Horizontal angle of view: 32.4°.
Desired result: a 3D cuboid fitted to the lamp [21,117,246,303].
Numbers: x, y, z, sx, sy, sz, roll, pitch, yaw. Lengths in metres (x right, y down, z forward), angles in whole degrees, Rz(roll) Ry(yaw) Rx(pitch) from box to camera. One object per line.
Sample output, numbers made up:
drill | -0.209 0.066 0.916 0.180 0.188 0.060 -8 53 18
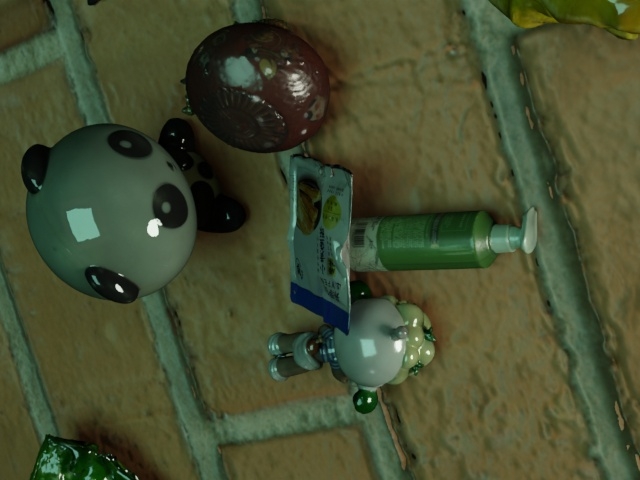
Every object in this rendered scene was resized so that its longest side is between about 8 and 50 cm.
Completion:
lamp | -0.207 -0.038 1.218 0.198 0.244 0.197 12 113 32

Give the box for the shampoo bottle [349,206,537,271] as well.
shampoo bottle | 0.123 -0.001 1.138 0.205 0.065 0.065 -3 101 32

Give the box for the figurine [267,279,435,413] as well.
figurine | 0.034 0.117 1.207 0.197 0.093 0.147 -15 72 41

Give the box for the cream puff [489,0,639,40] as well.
cream puff | 0.249 -0.271 0.881 0.257 0.324 0.291 128 128 -66

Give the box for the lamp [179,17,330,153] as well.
lamp | -0.063 -0.172 1.169 0.157 0.135 0.156 23 148 -3

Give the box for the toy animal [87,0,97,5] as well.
toy animal | -0.262 -0.463 1.241 0.302 0.225 0.284 -27 67 21

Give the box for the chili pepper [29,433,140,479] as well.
chili pepper | -0.283 0.441 1.439 0.167 0.213 0.384 133 132 -74

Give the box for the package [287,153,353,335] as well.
package | 0.000 0.000 1.174 0.171 0.027 0.173 -159 70 -65
